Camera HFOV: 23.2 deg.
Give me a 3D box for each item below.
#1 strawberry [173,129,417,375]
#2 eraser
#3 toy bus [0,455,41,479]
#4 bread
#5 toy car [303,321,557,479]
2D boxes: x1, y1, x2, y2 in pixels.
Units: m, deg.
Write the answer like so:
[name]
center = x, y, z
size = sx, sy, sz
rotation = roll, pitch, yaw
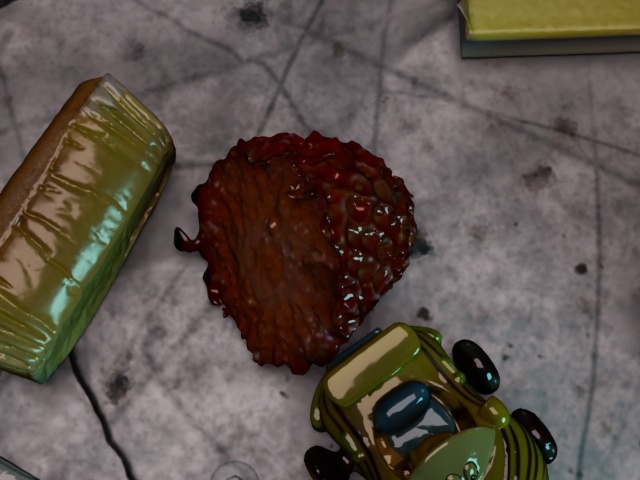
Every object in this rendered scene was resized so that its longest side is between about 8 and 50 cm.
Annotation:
[strawberry]
center = 0.000, 0.000, 1.442
size = 0.178, 0.234, 0.234
rotation = -19, 76, -36
[eraser]
center = 0.240, -0.265, 1.533
size = 0.226, 0.069, 0.158
rotation = -2, 80, -1
[toy bus]
center = -0.301, 0.235, 1.384
size = 0.343, 0.138, 0.097
rotation = 28, 79, 5
[bread]
center = -0.239, -0.008, 1.432
size = 0.119, 0.152, 0.288
rotation = 30, 80, 0
[toy car]
center = 0.100, 0.188, 1.393
size = 0.200, 0.142, 0.248
rotation = -39, 79, -7
